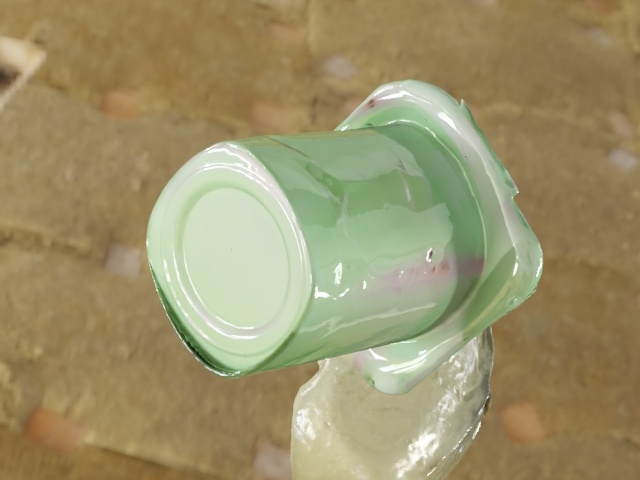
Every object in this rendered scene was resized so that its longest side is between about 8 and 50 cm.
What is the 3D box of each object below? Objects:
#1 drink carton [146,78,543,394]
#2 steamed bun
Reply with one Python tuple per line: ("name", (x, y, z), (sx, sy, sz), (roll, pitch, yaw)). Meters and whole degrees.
("drink carton", (0.000, 0.000, 0.930), (0.142, 0.146, 0.144), (-8, -117, -45))
("steamed bun", (0.057, 0.092, 1.161), (0.110, 0.231, 0.212), (6, -138, 17))
